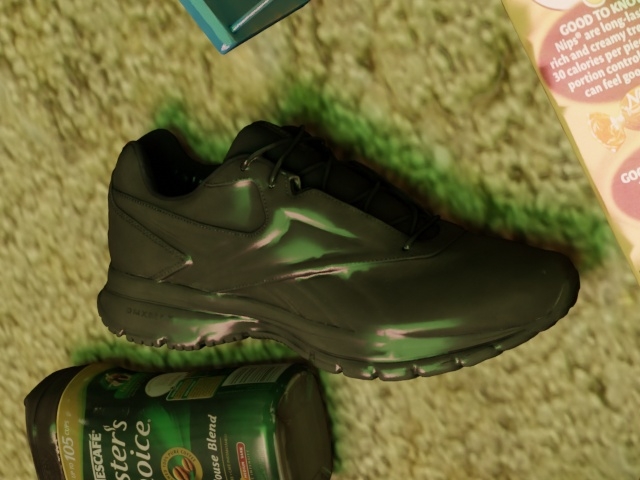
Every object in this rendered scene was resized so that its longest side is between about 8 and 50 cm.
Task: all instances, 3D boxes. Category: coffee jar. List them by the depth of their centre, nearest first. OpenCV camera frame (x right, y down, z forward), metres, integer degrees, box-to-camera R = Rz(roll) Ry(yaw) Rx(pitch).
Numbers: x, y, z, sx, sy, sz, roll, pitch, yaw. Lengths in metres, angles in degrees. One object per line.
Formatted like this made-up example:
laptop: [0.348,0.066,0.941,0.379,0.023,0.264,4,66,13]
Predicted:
coffee jar: [-0.091,0.124,1.009,0.184,0.079,0.096,-2,110,25]

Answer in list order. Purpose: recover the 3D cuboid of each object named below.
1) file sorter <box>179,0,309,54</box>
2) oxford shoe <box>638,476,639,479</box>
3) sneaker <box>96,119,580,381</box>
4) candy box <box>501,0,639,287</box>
file sorter: [-0.046,-0.203,0.830,0.104,0.118,0.170,-37,94,27]
oxford shoe: [0.329,0.220,0.830,0.397,0.146,0.140,42,134,0]
sneaker: [0.000,0.000,0.906,0.286,0.109,0.130,4,107,20]
candy box: [0.175,-0.074,0.748,0.087,0.183,0.316,-21,102,29]
